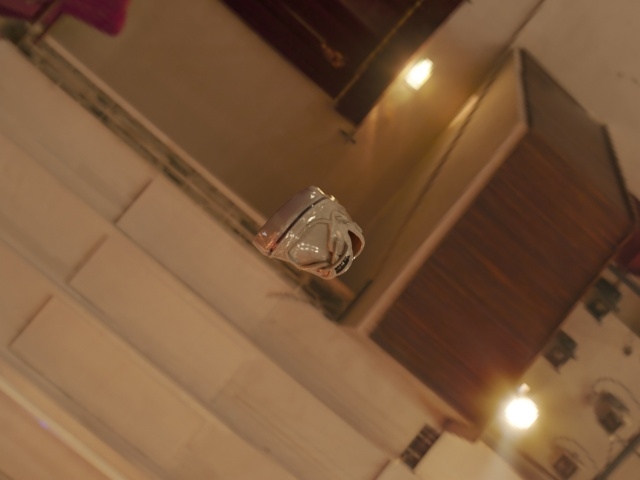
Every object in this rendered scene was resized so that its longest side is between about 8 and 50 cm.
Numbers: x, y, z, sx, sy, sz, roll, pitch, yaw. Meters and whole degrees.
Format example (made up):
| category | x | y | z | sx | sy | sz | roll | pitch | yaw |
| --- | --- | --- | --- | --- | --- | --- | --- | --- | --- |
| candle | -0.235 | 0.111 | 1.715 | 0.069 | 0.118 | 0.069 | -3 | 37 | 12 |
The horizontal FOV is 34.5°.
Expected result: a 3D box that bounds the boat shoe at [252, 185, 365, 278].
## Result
| category | x | y | z | sx | sy | sz | roll | pitch | yaw |
| --- | --- | --- | --- | --- | --- | --- | --- | --- | --- |
| boat shoe | 0.000 | 0.000 | 0.465 | 0.035 | 0.035 | 0.100 | -47 | 171 | 8 |
